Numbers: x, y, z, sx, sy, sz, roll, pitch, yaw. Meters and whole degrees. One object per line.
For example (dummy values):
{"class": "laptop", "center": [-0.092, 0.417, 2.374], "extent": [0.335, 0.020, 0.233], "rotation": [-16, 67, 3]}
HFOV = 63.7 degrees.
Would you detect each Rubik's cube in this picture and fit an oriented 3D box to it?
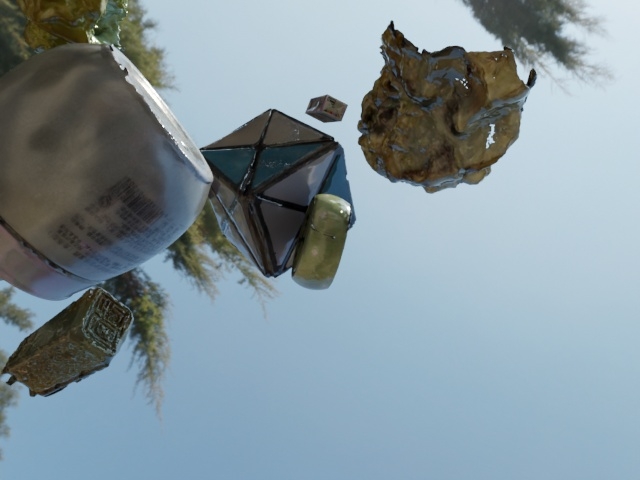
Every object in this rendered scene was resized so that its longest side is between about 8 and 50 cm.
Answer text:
{"class": "Rubik's cube", "center": [-0.119, -0.135, 1.388], "extent": [0.307, 0.310, 0.305], "rotation": [-32, -138, -20]}

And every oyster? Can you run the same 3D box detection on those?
{"class": "oyster", "center": [0.129, -0.134, 0.670], "extent": [0.201, 0.354, 0.107], "rotation": [35, -101, 5]}

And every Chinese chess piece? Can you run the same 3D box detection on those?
{"class": "Chinese chess piece", "center": [0.000, 0.000, 1.209], "extent": [0.092, 0.238, 0.238], "rotation": [16, -109, -6]}

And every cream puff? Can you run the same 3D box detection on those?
{"class": "cream puff", "center": [-0.434, -0.404, 0.885], "extent": [0.221, 0.194, 0.195], "rotation": [-53, -138, 46]}

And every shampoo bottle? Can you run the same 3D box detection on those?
{"class": "shampoo bottle", "center": [-0.301, -0.085, 0.650], "extent": [0.266, 0.273, 0.273], "rotation": [-35, -126, -2]}

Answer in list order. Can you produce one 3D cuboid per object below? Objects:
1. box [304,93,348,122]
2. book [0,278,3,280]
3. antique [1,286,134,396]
{"class": "box", "center": [0.010, -0.257, 1.012], "extent": [0.036, 0.050, 0.117], "rotation": [-67, -162, 3]}
{"class": "book", "center": [-0.980, 0.006, 1.521], "extent": [0.025, 0.191, 0.269], "rotation": [-44, -101, 19]}
{"class": "antique", "center": [-0.564, 0.240, 1.133], "extent": [0.284, 0.125, 0.150], "rotation": [-32, -150, 17]}
